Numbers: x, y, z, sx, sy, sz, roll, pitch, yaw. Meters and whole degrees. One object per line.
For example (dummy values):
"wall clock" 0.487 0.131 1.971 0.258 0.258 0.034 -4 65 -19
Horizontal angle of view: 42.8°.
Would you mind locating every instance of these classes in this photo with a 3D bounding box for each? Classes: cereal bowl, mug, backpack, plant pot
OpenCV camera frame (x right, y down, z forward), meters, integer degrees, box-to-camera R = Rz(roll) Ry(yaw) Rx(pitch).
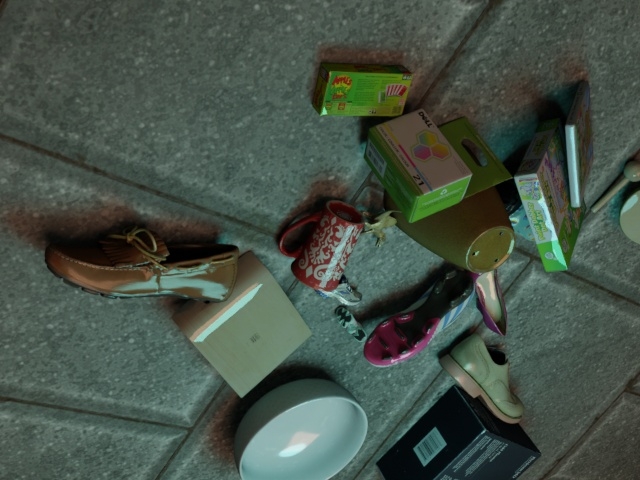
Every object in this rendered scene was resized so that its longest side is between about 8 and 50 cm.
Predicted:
"cereal bowl" -0.062 0.465 2.021 0.339 0.141 0.338 -14 130 -17
"mug" 0.005 0.006 1.718 0.150 0.113 0.169 10 122 -31
"backpack" 0.466 -0.075 1.899 0.152 0.115 0.182 -49 135 9
"plant pot" 0.298 -0.051 1.736 0.237 0.254 0.237 -15 130 -19

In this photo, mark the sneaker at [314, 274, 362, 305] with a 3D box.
"sneaker" 0.050 0.109 1.868 0.135 0.052 0.058 18 110 -37

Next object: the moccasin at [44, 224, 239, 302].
"moccasin" -0.329 0.036 1.560 0.380 0.139 0.146 8 107 -28

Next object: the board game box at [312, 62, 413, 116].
"board game box" 0.082 -0.291 1.582 0.181 0.043 0.092 -4 125 -26

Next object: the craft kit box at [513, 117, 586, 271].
"craft kit box" 0.511 -0.102 1.795 0.246 0.061 0.249 -53 127 -43

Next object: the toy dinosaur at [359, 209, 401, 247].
"toy dinosaur" 0.121 -0.043 1.765 0.093 0.053 0.183 1 156 -7

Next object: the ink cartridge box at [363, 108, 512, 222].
"ink cartridge box" 0.243 -0.173 1.637 0.255 0.188 0.097 -23 153 -18

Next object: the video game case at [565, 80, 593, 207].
"video game case" 0.576 -0.214 1.810 0.023 0.193 0.212 3 129 27

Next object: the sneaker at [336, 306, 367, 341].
"sneaker" 0.073 0.200 1.954 0.038 0.098 0.069 -37 178 4

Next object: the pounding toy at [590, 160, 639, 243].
"pounding toy" 0.834 -0.102 2.098 0.237 0.110 0.183 31 121 -10

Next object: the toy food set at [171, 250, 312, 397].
"toy food set" -0.166 0.191 1.807 0.220 0.092 0.306 -41 135 -10

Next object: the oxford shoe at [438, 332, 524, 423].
"oxford shoe" 0.484 0.386 2.250 0.146 0.140 0.397 -48 134 3

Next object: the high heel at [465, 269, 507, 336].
"high heel" 0.423 0.130 2.031 0.082 0.117 0.244 -20 131 -13

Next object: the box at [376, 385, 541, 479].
"box" 0.400 0.635 2.365 0.313 0.179 0.343 31 107 -39

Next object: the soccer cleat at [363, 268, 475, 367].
"soccer cleat" 0.248 0.206 1.977 0.331 0.116 0.143 -38 153 -11
